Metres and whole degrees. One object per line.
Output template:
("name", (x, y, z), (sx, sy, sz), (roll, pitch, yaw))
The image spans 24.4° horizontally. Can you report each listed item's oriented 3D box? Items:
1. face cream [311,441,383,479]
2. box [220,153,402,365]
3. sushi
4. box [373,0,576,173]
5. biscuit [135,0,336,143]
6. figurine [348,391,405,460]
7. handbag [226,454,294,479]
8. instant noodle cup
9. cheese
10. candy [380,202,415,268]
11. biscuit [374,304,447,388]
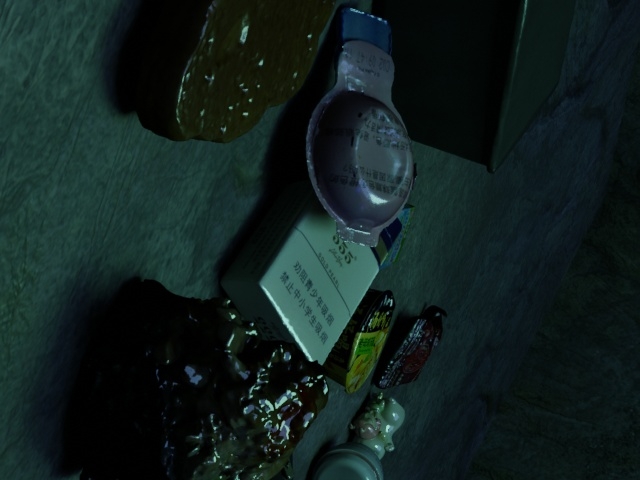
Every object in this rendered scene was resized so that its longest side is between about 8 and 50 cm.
("face cream", (0.047, 0.392, 2.443), (0.104, 0.117, 0.117), (-41, 148, -72))
("box", (-0.005, 0.014, 1.814), (0.259, 0.071, 0.168), (-58, 132, -35))
("sushi", (-0.115, 0.168, 1.497), (0.238, 0.219, 0.225), (-19, 124, -70))
("box", (0.206, -0.310, 1.947), (0.251, 0.204, 0.345), (-53, 157, -41))
("biscuit", (-0.066, -0.245, 1.409), (0.381, 0.074, 0.359), (-52, 155, -38))
("figurine", (0.080, 0.340, 2.595), (0.098, 0.081, 0.146), (45, 64, -24))
("handbag", (-0.110, 0.364, 1.900), (0.342, 0.152, 0.288), (28, 73, -76))
("instant noodle cup", (0.019, 0.119, 2.023), (0.151, 0.122, 0.151), (-54, 156, -36))
("cheese", (0.050, -0.136, 1.773), (0.189, 0.074, 0.286), (8, 79, -45))
("candy", (0.072, -0.009, 2.138), (0.194, 0.062, 0.097), (-18, 127, -70))
("biscuit", (0.171, 0.196, 2.693), (0.151, 0.063, 0.235), (-60, 169, 9))
